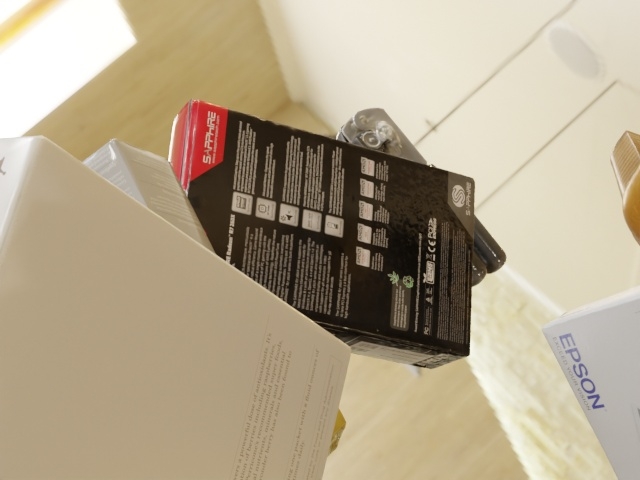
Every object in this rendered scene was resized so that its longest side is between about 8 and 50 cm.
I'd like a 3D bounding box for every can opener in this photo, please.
[{"bbox_3d":[0.126,-0.054,1.476,0.283,0.076,0.095,53,-29,11],"label":"can opener"}]

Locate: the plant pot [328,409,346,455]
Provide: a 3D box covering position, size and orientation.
[{"bbox_3d":[-0.015,0.252,1.496,0.083,0.081,0.081,28,26,18],"label":"plant pot"}]

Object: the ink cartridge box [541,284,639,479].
[{"bbox_3d":[0.290,0.130,0.806,0.224,0.045,0.223,-31,-95,56],"label":"ink cartridge box"}]

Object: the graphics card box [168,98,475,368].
[{"bbox_3d":[0.000,0.000,1.274,0.371,0.232,0.094,12,-23,-22],"label":"graphics card box"}]

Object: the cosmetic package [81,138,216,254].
[{"bbox_3d":[-0.154,0.046,0.969,0.238,0.127,0.107,62,16,17],"label":"cosmetic package"}]

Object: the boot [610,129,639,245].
[{"bbox_3d":[0.397,-0.104,1.100,0.211,0.104,0.295,-102,-152,-47],"label":"boot"}]

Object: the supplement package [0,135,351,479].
[{"bbox_3d":[-0.140,0.086,0.604,0.175,0.177,0.293,2,-23,32],"label":"supplement package"}]
